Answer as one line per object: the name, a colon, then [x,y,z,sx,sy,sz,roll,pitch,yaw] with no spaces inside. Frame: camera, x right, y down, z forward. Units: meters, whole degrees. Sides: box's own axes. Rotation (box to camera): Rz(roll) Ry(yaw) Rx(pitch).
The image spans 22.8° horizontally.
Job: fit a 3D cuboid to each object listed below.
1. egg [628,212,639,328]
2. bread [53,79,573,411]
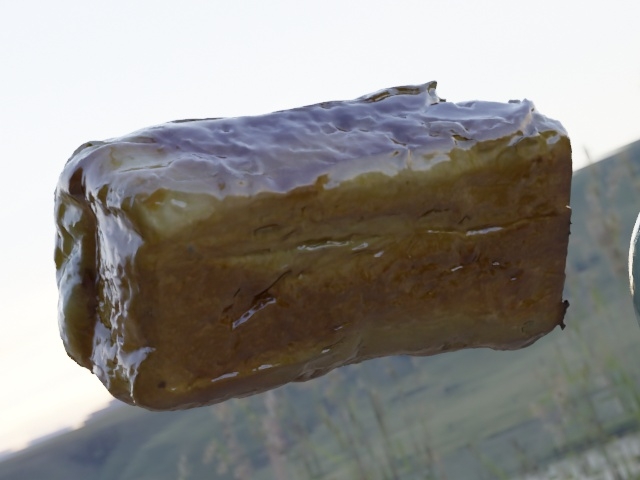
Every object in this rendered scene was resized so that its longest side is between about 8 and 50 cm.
egg: [0.281,0.030,0.845,0.218,0.218,0.295,-18,26,-26]
bread: [-0.003,0.001,1.059,0.344,0.195,0.149,-8,25,-24]
